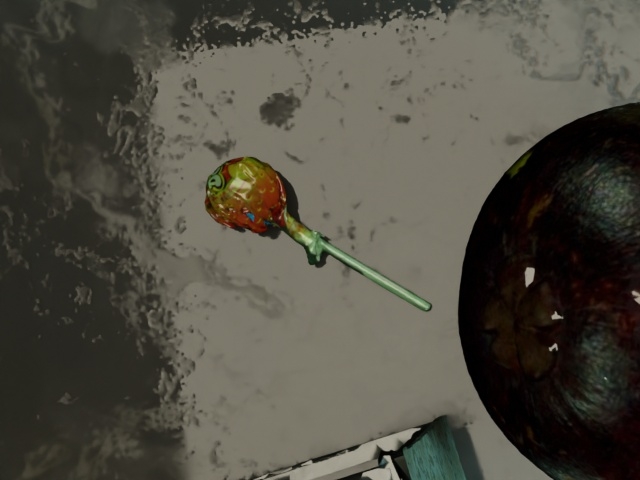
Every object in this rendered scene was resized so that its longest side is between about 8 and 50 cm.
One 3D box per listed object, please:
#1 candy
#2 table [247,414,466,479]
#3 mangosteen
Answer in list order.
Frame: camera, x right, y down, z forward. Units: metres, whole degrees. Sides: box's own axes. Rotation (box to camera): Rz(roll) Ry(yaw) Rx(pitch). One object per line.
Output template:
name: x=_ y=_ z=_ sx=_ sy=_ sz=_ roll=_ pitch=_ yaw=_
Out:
candy: x=0.000 y=0.000 z=1.054 sx=0.201 sy=0.060 sz=0.060 roll=33 pitch=91 yaw=2
table: x=-0.024 y=0.267 z=0.884 sx=0.272 sy=0.335 sz=0.222 roll=-18 pitch=83 yaw=8
mangosteen: x=0.235 y=0.044 z=0.910 sx=0.288 sy=0.288 sz=0.288 roll=-1 pitch=85 yaw=9
